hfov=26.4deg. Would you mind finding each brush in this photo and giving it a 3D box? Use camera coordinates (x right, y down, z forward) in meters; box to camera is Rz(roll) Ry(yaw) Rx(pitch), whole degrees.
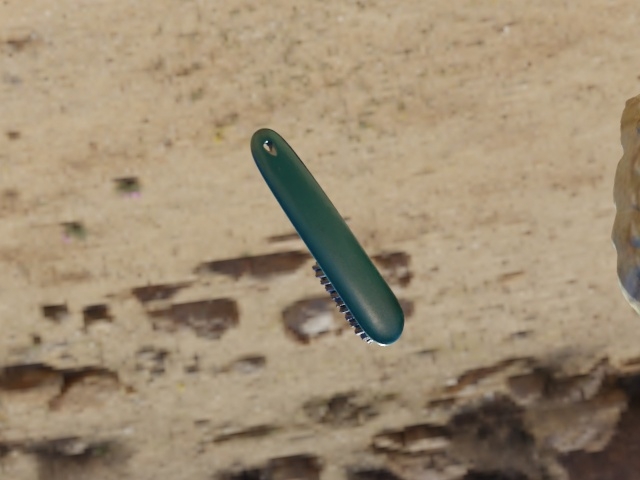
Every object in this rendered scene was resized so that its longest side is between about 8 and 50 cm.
[{"bbox_3d":[0.000,0.000,1.024,0.032,0.193,0.043,-18,-159,51],"label":"brush"}]

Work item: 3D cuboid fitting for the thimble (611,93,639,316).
[{"bbox_3d":[0.396,-0.029,1.154,0.292,0.291,0.195,-2,175,-31],"label":"thimble"}]
